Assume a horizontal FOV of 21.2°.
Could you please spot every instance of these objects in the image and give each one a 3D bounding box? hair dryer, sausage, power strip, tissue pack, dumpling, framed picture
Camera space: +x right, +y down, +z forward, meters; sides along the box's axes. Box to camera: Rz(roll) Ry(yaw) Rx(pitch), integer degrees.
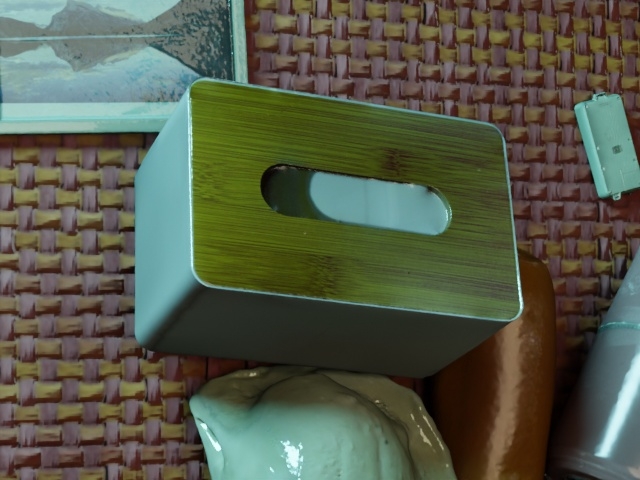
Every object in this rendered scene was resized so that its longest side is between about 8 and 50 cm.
[{"bbox_3d":[0.356,0.140,1.287,0.210,0.352,0.125,-61,141,-17],"label":"hair dryer"},{"bbox_3d":[0.134,0.117,1.322,0.098,0.098,0.238,7,84,-22],"label":"sausage"},{"bbox_3d":[0.240,-0.078,1.420,0.040,0.016,0.090,-15,91,-22],"label":"power strip"},{"bbox_3d":[0.000,-0.001,1.230,0.246,0.136,0.159,7,64,-23],"label":"tissue pack"},{"bbox_3d":[0.022,0.184,1.239,0.179,0.131,0.252,-14,57,-34],"label":"dumpling"},{"bbox_3d":[-0.151,-0.153,1.265,0.203,0.015,0.150,-2,87,-23],"label":"framed picture"}]
